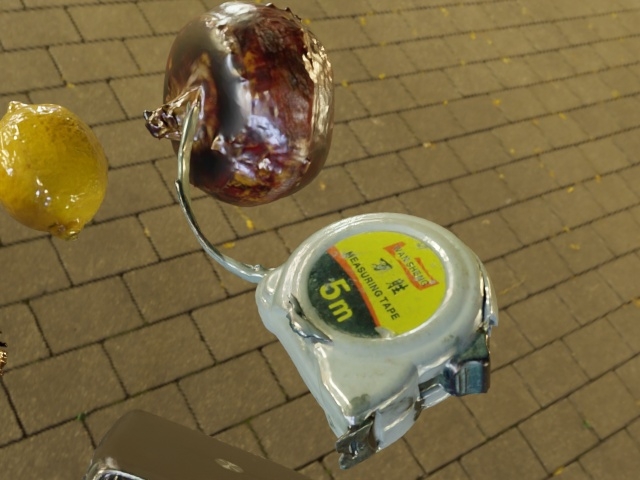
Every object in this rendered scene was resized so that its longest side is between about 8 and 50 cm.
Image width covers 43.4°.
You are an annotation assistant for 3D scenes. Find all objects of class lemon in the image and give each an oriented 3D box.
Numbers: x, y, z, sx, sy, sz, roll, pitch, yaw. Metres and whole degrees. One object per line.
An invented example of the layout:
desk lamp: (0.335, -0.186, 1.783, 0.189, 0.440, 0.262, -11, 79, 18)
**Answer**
lemon: (-0.453, -0.117, 1.335, 0.188, 0.188, 0.256, -21, 86, -38)

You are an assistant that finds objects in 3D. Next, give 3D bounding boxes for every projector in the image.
projector: (-0.186, 0.456, 1.231, 0.395, 0.405, 0.242, 25, 86, -7)

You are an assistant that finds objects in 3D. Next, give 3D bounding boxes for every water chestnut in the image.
water chestnut: (-0.141, -0.217, 1.303, 0.302, 0.350, 0.350, -10, 61, -34)

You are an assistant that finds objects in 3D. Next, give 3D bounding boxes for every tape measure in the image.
tape measure: (-0.001, 0.001, 0.598, 0.164, 0.084, 0.330, -20, 47, -17)

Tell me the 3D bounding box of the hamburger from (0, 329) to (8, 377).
hamburger: (-0.663, 0.106, 1.125, 0.445, 0.287, 0.268, 42, 0, 39)
